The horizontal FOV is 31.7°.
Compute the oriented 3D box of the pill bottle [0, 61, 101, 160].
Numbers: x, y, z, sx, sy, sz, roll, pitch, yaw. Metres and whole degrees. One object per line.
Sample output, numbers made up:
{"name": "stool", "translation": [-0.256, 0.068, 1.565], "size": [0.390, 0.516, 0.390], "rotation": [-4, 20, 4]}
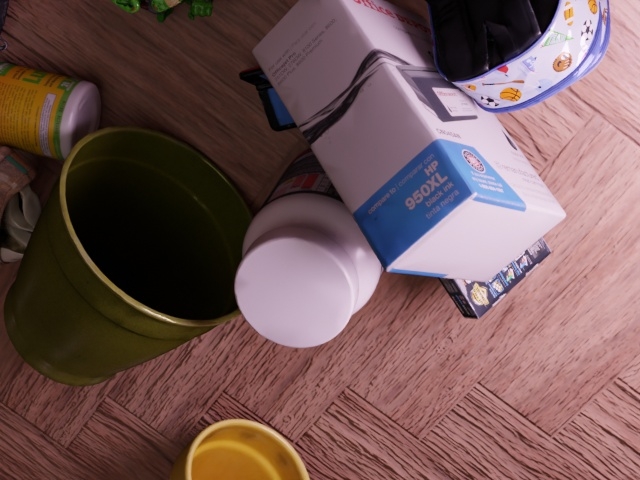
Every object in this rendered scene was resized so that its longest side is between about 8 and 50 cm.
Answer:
{"name": "pill bottle", "translation": [-0.500, -0.219, 1.855], "size": [0.246, 0.136, 0.136], "rotation": [13, 116, 7]}

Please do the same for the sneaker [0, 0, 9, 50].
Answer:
{"name": "sneaker", "translation": [-0.631, -0.380, 1.831], "size": [0.269, 0.101, 0.153], "rotation": [10, 113, 6]}

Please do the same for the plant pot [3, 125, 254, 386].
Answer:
{"name": "plant pot", "translation": [-0.340, 0.061, 1.857], "size": [0.366, 0.366, 0.353], "rotation": [43, 129, -8]}

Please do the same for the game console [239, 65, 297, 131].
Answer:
{"name": "game console", "translation": [-0.038, -0.233, 1.772], "size": [0.144, 0.124, 0.085], "rotation": [-12, 84, 18]}

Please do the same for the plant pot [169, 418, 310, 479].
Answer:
{"name": "plant pot", "translation": [-0.181, 0.489, 2.058], "size": [0.254, 0.254, 0.239], "rotation": [38, 131, -6]}

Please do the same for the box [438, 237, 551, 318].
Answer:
{"name": "box", "translation": [0.240, -0.015, 1.764], "size": [0.175, 0.051, 0.220], "rotation": [-40, 105, -20]}

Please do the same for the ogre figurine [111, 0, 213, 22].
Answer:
{"name": "ogre figurine", "translation": [-0.251, -0.382, 1.733], "size": [0.197, 0.118, 0.096], "rotation": [-7, 108, 15]}

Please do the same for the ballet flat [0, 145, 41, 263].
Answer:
{"name": "ballet flat", "translation": [-0.525, -0.029, 1.914], "size": [0.106, 0.107, 0.316], "rotation": [29, 145, 7]}

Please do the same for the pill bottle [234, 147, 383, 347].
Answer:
{"name": "pill bottle", "translation": [0.000, 0.000, 1.710], "size": [0.210, 0.363, 0.210], "rotation": [5, 115, 11]}

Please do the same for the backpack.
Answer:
{"name": "backpack", "translation": [0.270, -0.306, 1.548], "size": [0.213, 0.263, 0.277], "rotation": [33, 139, -29]}

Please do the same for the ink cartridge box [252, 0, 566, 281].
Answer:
{"name": "ink cartridge box", "translation": [0.121, -0.150, 1.565], "size": [0.166, 0.285, 0.394], "rotation": [-43, 64, 25]}
